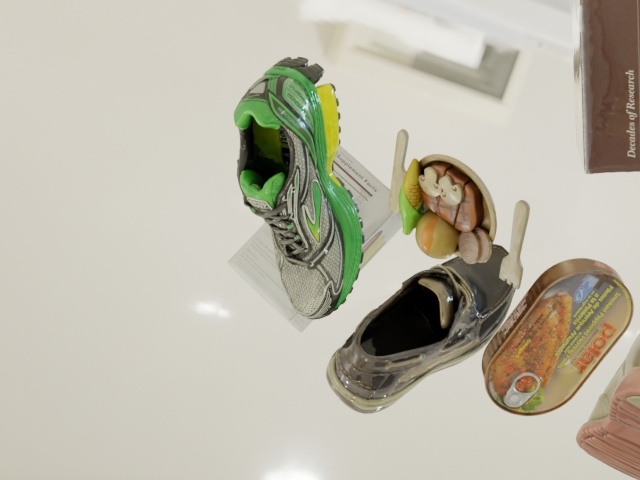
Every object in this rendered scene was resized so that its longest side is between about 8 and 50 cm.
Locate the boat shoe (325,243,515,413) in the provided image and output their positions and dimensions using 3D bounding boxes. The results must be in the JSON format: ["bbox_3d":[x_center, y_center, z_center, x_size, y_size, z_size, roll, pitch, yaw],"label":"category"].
[{"bbox_3d":[0.162,0.106,1.966,0.132,0.130,0.355,43,-124,13],"label":"boat shoe"}]

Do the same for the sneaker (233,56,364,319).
[{"bbox_3d":[-0.046,-0.050,1.809,0.134,0.343,0.146,6,-150,36],"label":"sneaker"}]

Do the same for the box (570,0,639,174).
[{"bbox_3d":[0.336,-0.157,1.301,0.203,0.167,0.168,-3,-168,8],"label":"box"}]

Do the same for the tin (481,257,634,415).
[{"bbox_3d":[0.242,0.100,1.464,0.106,0.189,0.040,27,-155,-16],"label":"tin"}]

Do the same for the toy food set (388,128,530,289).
[{"bbox_3d":[0.137,-0.030,1.543,0.038,0.132,0.192,-31,-131,-35],"label":"toy food set"}]

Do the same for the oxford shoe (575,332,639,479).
[{"bbox_3d":[0.406,0.192,1.697,0.140,0.146,0.397,25,161,7],"label":"oxford shoe"}]

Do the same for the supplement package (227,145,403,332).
[{"bbox_3d":[0.000,0.000,2.144,0.134,0.244,0.139,43,178,12],"label":"supplement package"}]
